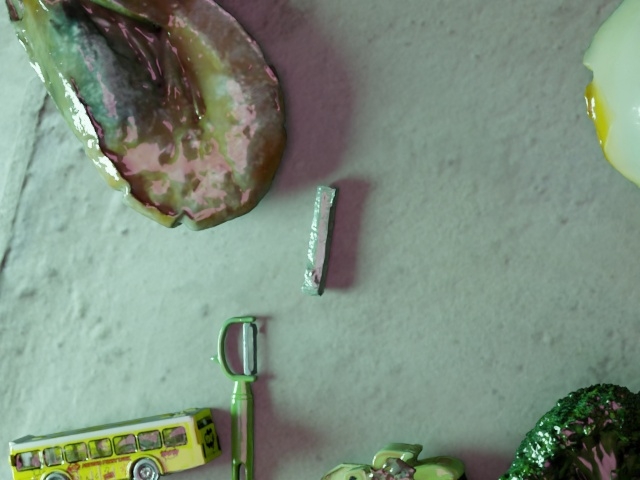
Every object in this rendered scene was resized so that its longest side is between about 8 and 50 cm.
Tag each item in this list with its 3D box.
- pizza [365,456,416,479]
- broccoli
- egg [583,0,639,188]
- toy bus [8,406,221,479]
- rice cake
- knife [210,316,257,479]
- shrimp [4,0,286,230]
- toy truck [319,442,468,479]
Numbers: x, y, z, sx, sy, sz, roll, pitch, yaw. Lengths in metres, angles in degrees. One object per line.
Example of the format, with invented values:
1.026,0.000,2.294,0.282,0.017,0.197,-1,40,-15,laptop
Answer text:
0.082,0.474,1.402,0.392,0.080,0.435,39,118,-7,pizza
0.295,0.292,1.282,0.297,0.297,0.298,-1,123,-2,broccoli
0.398,-0.148,1.283,0.286,0.174,0.264,42,97,10,egg
-0.228,0.237,1.487,0.226,0.081,0.074,-11,90,13,toy bus
0.000,0.000,1.454,0.022,0.021,0.121,11,96,21,rice cake
-0.095,0.189,1.489,0.054,0.015,0.212,0,93,13,knife
-0.207,-0.211,1.450,0.221,0.110,0.446,-38,89,6,shrimp
0.068,0.277,1.426,0.191,0.085,0.116,-14,88,15,toy truck
